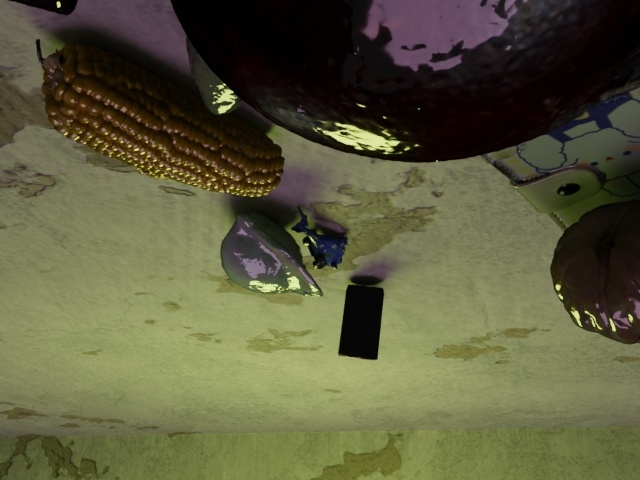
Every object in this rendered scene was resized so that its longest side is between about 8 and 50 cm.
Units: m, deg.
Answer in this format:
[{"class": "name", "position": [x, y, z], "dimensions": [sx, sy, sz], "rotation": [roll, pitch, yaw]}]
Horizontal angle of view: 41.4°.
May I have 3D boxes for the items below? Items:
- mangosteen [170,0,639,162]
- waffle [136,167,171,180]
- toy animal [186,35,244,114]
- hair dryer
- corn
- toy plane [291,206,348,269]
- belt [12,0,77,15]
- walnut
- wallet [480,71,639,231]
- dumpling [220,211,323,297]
[{"class": "mangosteen", "position": [0.048, -0.196, 0.398], "dimensions": [0.330, 0.329, 0.330], "rotation": [1, 158, 0]}, {"class": "waffle", "position": [-0.198, -0.097, 1.053], "dimensions": [0.078, 0.016, 0.085], "rotation": [8, 158, -14]}, {"class": "toy animal", "position": [-0.073, -0.204, 0.740], "dimensions": [0.079, 0.070, 0.253], "rotation": [-27, 159, -31]}, {"class": "hair dryer", "position": [0.077, 0.140, 1.555], "dimensions": [0.070, 0.128, 0.255], "rotation": [6, 180, 4]}, {"class": "corn", "position": [-0.164, -0.115, 0.895], "dimensions": [0.102, 0.101, 0.310], "rotation": [-18, 150, 39]}, {"class": "toy plane", "position": [0.000, 0.000, 1.249], "dimensions": [0.062, 0.054, 0.167], "rotation": [-32, 150, 11]}, {"class": "belt", "position": [-0.200, -0.256, 0.452], "dimensions": [0.164, 0.184, 0.289], "rotation": [10, 151, -10]}, {"class": "walnut", "position": [0.367, 0.041, 0.978], "dimensions": [0.178, 0.178, 0.230], "rotation": [-18, 153, 40]}, {"class": "wallet", "position": [0.330, -0.094, 0.953], "dimensions": [0.223, 0.077, 0.310], "rotation": [-17, 150, 33]}, {"class": "dumpling", "position": [-0.067, 0.022, 1.219], "dimensions": [0.149, 0.104, 0.216], "rotation": [3, 157, 7]}]
